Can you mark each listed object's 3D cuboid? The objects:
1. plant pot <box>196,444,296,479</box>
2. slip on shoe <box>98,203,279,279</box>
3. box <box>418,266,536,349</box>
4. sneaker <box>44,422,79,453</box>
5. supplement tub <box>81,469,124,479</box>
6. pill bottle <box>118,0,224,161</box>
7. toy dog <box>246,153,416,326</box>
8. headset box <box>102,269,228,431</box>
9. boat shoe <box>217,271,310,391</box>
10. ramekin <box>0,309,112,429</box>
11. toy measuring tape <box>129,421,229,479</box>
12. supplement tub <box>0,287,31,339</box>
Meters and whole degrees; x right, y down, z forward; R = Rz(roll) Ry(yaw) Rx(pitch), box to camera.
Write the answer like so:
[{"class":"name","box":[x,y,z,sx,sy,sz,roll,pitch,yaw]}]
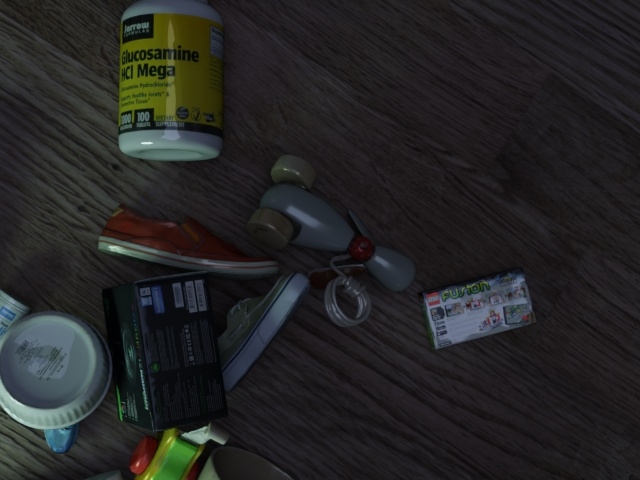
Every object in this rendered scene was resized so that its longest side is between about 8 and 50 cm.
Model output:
[{"class":"plant pot","box":[-0.162,0.547,1.733,0.256,0.256,0.274,35,97,-4]},{"class":"slip on shoe","box":[-0.234,0.008,1.808,0.331,0.123,0.101,13,81,-2]},{"class":"box","box":[0.302,0.130,1.908,0.207,0.036,0.114,-13,88,-8]},{"class":"sneaker","box":[-0.463,0.301,1.776,0.063,0.073,0.162,5,85,-8]},{"class":"supplement tub","box":[-0.377,0.519,1.738,0.144,0.144,0.199,-19,89,-8]},{"class":"pill bottle","box":[-0.267,-0.318,1.784,0.188,0.188,0.333,0,86,-8]},{"class":"toy dog","box":[0.000,0.000,1.828,0.220,0.161,0.333,-40,94,-25]},{"class":"headset box","box":[-0.277,0.187,1.712,0.131,0.283,0.246,-7,88,-24]},{"class":"boat shoe","box":[-0.125,0.154,1.751,0.094,0.109,0.302,40,123,4]},{"class":"ramekin","box":[-0.463,0.217,1.701,0.207,0.109,0.207,3,75,-9]},{"class":"toy measuring tape","box":[-0.245,0.379,1.676,0.121,0.330,0.121,8,72,-25]},{"class":"supplement tub","box":[-0.576,0.147,1.773,0.071,0.071,0.107,34,84,-4]}]
